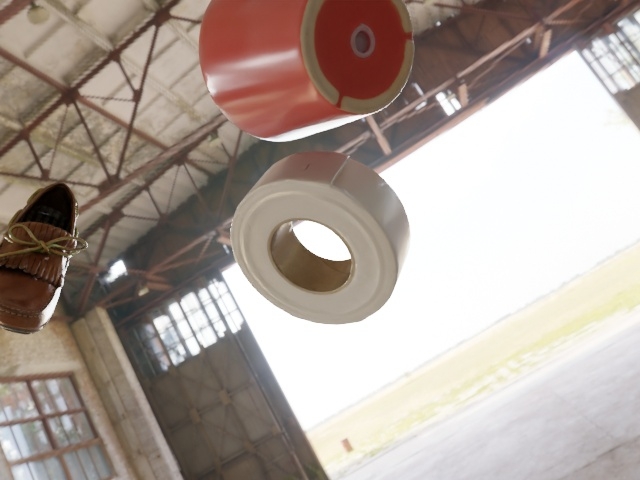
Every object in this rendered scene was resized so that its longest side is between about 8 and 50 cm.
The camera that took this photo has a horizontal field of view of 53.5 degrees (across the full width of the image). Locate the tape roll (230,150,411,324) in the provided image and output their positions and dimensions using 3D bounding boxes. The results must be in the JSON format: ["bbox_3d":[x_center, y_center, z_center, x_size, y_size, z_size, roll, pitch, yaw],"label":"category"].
[{"bbox_3d":[0.000,0.000,1.037,0.286,0.286,0.100,-42,10,39],"label":"tape roll"}]

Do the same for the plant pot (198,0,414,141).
[{"bbox_3d":[-0.010,-0.283,0.949,0.275,0.275,0.243,-21,19,-30],"label":"plant pot"}]

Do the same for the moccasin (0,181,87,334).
[{"bbox_3d":[-0.495,0.018,1.119,0.147,0.139,0.380,-56,20,23],"label":"moccasin"}]
